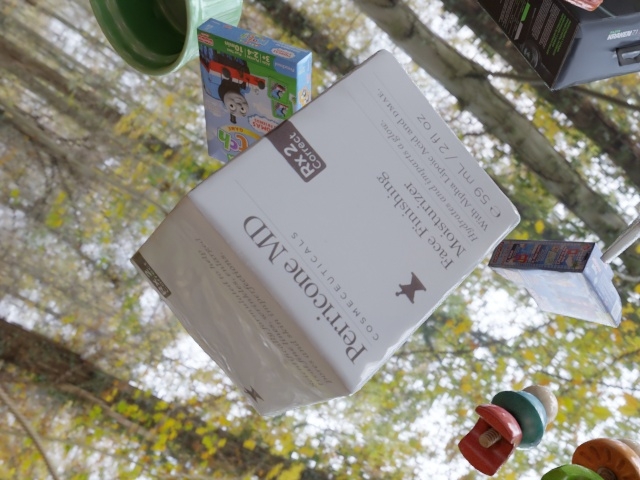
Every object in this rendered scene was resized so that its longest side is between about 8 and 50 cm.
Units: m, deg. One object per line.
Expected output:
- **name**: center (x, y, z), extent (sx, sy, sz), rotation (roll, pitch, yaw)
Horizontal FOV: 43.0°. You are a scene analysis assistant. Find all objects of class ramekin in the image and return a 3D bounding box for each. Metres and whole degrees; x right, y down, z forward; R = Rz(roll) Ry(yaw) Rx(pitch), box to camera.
- **ramekin**: center (-0.282, -0.465, 1.480), extent (0.148, 0.303, 0.303), rotation (-32, -168, -39)

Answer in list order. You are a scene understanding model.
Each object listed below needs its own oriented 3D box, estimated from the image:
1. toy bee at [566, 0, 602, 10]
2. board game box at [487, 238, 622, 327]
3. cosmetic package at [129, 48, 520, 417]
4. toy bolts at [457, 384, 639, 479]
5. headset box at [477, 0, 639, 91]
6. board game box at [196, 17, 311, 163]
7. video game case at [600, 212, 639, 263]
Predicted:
- **toy bee**: center (0.292, -0.416, 1.000), extent (0.298, 0.195, 0.162), rotation (55, -49, 37)
- **board game box**: center (0.396, 0.061, 1.382), extent (0.194, 0.194, 0.060), rotation (13, -113, 42)
- **cosmetic package**: center (0.000, 0.000, 0.553), extent (0.184, 0.151, 0.151), rotation (-42, -176, -30)
- **toy bolts**: center (0.312, 0.309, 1.112), extent (0.228, 0.159, 0.218), rotation (45, -46, 27)
- **headset box**: center (0.422, -0.382, 1.286), extent (0.131, 0.246, 0.283), rotation (100, -31, -51)
- **board game box**: center (-0.089, -0.181, 1.112), extent (0.160, 0.211, 0.039), rotation (23, -131, 22)
- **video game case**: center (0.478, -0.040, 1.175), extent (0.143, 0.019, 0.157), rotation (-44, 167, -13)
